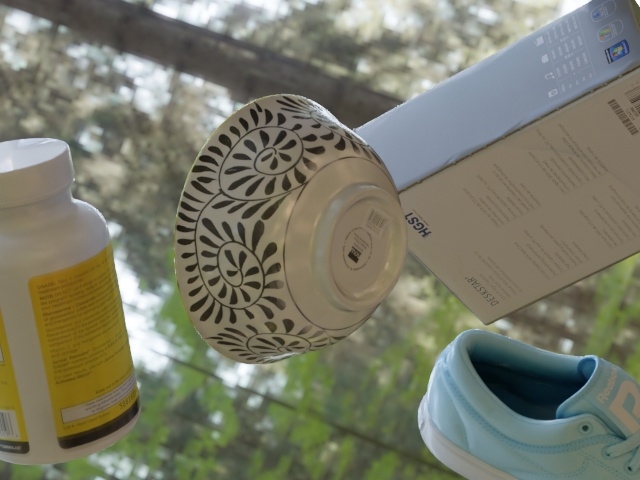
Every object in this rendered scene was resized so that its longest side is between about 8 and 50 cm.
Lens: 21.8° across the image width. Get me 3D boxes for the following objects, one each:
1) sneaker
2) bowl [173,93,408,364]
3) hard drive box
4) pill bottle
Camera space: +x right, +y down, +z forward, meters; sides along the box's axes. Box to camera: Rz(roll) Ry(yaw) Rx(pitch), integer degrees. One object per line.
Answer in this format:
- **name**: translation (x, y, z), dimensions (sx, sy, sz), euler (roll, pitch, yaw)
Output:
- **sneaker**: translation (0.263, 0.185, 1.482), dimensions (0.150, 0.366, 0.135), euler (95, -164, -50)
- **bowl**: translation (0.000, 0.000, 1.003), dimensions (0.170, 0.080, 0.170), euler (-15, -70, -45)
- **hard drive box**: translation (0.171, -0.057, 1.236), dimensions (0.181, 0.232, 0.089), euler (43, -152, -41)
- **pill bottle**: translation (-0.173, 0.036, 1.015), dimensions (0.103, 0.103, 0.184), euler (-40, -53, -58)
